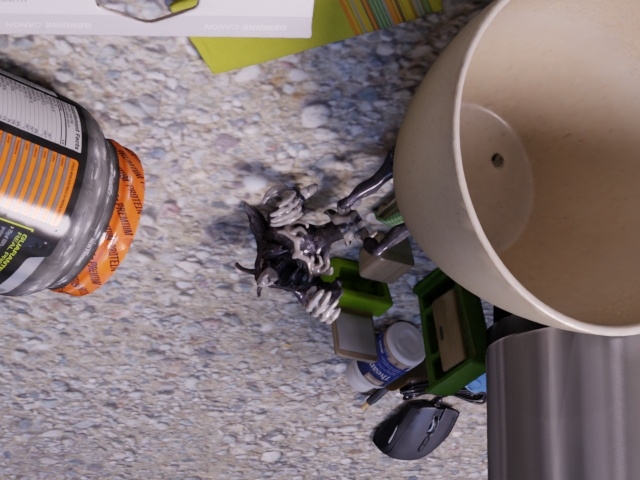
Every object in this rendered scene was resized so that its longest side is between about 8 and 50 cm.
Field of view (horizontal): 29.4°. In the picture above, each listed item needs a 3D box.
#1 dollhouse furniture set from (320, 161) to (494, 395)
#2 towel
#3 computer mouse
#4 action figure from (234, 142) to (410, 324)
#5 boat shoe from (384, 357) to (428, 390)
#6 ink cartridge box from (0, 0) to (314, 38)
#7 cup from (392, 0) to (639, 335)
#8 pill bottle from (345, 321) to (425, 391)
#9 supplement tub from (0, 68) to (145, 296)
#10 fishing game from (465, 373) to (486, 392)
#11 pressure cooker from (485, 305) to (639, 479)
[{"bbox_3d":[0.155,0.045,1.453,0.197,0.151,0.301,14,143,-28],"label":"dollhouse furniture set"},{"bbox_3d":[-0.012,-0.222,1.132,0.237,0.021,0.102,-14,141,15],"label":"towel"},{"bbox_3d":[0.136,0.292,1.930,0.184,0.060,0.262,12,144,-27],"label":"computer mouse"},{"bbox_3d":[0.000,0.000,1.358,0.275,0.164,0.141,-31,-178,27],"label":"action figure"},{"bbox_3d":[0.140,0.175,1.759,0.135,0.045,0.050,-26,103,41],"label":"boat shoe"},{"bbox_3d":[-0.142,-0.275,0.980,0.296,0.066,0.261,0,148,-7],"label":"ink cartridge box"},{"bbox_3d":[0.201,-0.072,1.173,0.331,0.331,0.237,13,169,-26],"label":"cup"},{"bbox_3d":[0.089,0.168,1.719,0.067,0.067,0.120,16,142,-30],"label":"pill bottle"},{"bbox_3d":[-0.348,-0.071,1.143,0.338,0.207,0.207,24,138,-37],"label":"supplement tub"},{"bbox_3d":[0.290,0.183,1.802,0.264,0.041,0.189,15,143,-16],"label":"fishing game"},{"bbox_3d":[0.361,0.187,1.324,0.370,0.420,0.375,-12,159,35],"label":"pressure cooker"}]
